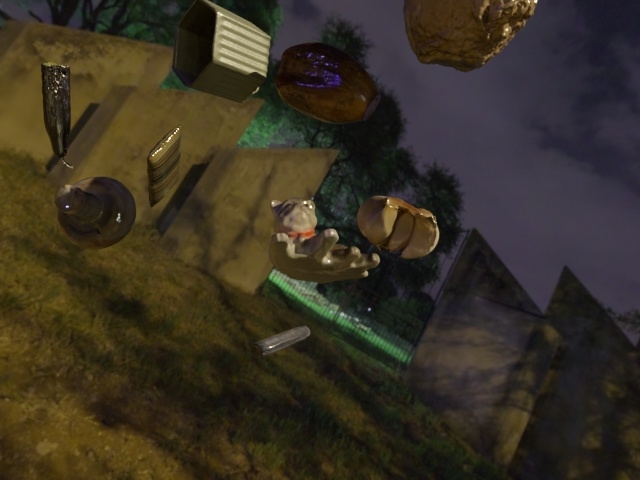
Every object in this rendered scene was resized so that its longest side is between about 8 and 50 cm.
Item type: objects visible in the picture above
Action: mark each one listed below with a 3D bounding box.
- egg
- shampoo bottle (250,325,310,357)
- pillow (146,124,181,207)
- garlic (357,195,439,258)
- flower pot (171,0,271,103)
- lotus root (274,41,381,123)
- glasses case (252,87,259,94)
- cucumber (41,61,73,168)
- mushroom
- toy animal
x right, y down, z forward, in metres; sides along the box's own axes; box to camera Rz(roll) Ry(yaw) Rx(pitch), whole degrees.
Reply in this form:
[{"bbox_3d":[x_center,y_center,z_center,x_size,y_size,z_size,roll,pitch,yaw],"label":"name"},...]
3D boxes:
[{"bbox_3d":[0.308,-0.503,0.863,0.279,0.279,0.310,32,9,-13],"label":"egg"},{"bbox_3d":[-0.134,0.353,1.431,0.087,0.049,0.234,-5,4,44],"label":"shampoo bottle"},{"bbox_3d":[-0.343,-0.158,0.883,0.038,0.113,0.203,30,-31,-6],"label":"pillow"},{"bbox_3d":[0.262,-0.045,1.420,0.281,0.203,0.184,20,17,1],"label":"garlic"},{"bbox_3d":[-0.278,-0.525,1.132,0.190,0.209,0.239,0,-21,-47],"label":"flower pot"},{"bbox_3d":[0.027,-0.399,1.051,0.291,0.193,0.193,30,-9,29],"label":"lotus root"},{"bbox_3d":[-0.353,-0.758,1.788,0.233,0.092,0.059,62,-1,-12],"label":"glasses case"},{"bbox_3d":[-0.425,-0.200,0.653,0.043,0.163,0.039,-1,21,-34],"label":"cucumber"},{"bbox_3d":[-0.720,-0.094,1.263,0.244,0.243,0.243,29,-10,6],"label":"mushroom"},{"bbox_3d":[0.000,0.000,1.092,0.266,0.308,0.188,98,-23,-47],"label":"toy animal"}]
